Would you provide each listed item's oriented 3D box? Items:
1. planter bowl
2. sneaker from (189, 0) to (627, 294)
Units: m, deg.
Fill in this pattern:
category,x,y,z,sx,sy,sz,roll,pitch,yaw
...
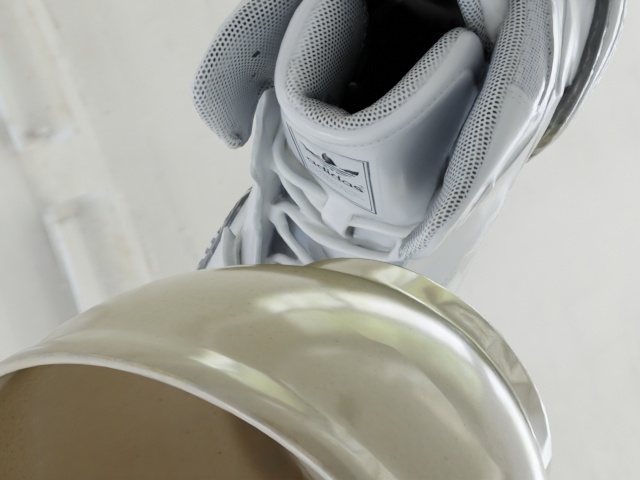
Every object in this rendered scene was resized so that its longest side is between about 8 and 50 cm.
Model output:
category,x,y,z,sx,sy,sz,roll,pitch,yaw
planter bowl,-0.006,0.070,0.489,0.109,0.162,0.162,-45,-70,-46
sneaker,0.000,0.000,0.815,0.366,0.137,0.210,-61,-14,11
